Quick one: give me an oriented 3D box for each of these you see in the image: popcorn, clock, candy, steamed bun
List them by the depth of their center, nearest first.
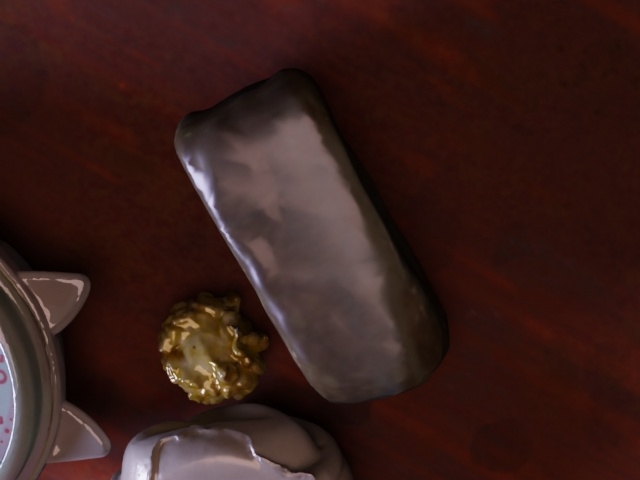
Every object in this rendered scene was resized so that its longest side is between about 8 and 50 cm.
[{"bbox_3d":[0.000,0.000,0.952,0.104,0.102,0.234,-26,100,13],"label":"candy"},{"bbox_3d":[-0.076,0.075,1.004,0.082,0.057,0.083,21,83,12],"label":"popcorn"},{"bbox_3d":[-0.061,0.195,1.015,0.183,0.106,0.183,2,110,5],"label":"steamed bun"},{"bbox_3d":[-0.311,0.094,1.017,0.324,0.108,0.265,-2,104,7],"label":"clock"}]
